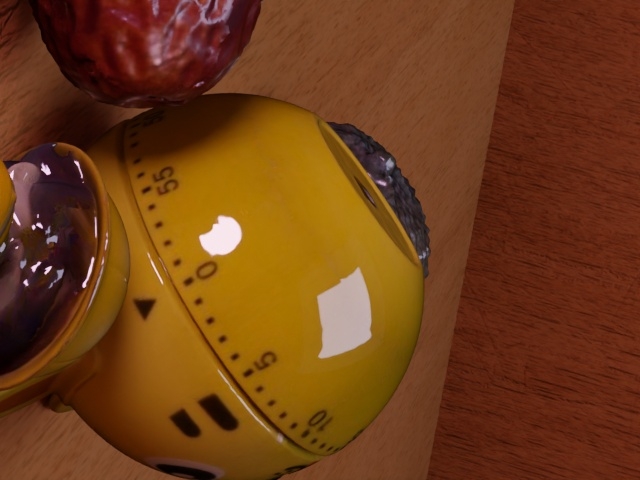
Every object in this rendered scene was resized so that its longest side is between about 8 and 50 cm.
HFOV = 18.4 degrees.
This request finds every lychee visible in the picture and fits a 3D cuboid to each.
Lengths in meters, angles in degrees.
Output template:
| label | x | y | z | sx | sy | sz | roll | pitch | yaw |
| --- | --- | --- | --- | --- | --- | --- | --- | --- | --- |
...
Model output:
| label | x | y | z | sx | sy | sz | roll | pitch | yaw |
| --- | --- | --- | --- | --- | --- | --- | --- | --- | --- |
| lychee | 0.000 | 0.000 | 2.223 | 0.274 | 0.255 | 0.255 | -45 | -176 | 33 |

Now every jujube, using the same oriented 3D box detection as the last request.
| label | x | y | z | sx | sy | sz | roll | pitch | yaw |
| --- | --- | --- | --- | --- | --- | --- | --- | --- | --- |
| jujube | -0.136 | -0.247 | 1.502 | 0.197 | 0.197 | 0.290 | 10 | 80 | -76 |

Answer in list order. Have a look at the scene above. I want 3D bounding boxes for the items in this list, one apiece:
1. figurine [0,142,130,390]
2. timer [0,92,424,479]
| label | x | y | z | sx | sy | sz | roll | pitch | yaw |
| --- | --- | --- | --- | --- | --- | --- | --- | --- | --- |
| figurine | -0.233 | 0.008 | 1.424 | 0.192 | 0.167 | 0.257 | -60 | 163 | -4 |
| timer | -0.112 | 0.066 | 1.704 | 0.387 | 0.376 | 0.376 | -32 | 171 | 10 |
